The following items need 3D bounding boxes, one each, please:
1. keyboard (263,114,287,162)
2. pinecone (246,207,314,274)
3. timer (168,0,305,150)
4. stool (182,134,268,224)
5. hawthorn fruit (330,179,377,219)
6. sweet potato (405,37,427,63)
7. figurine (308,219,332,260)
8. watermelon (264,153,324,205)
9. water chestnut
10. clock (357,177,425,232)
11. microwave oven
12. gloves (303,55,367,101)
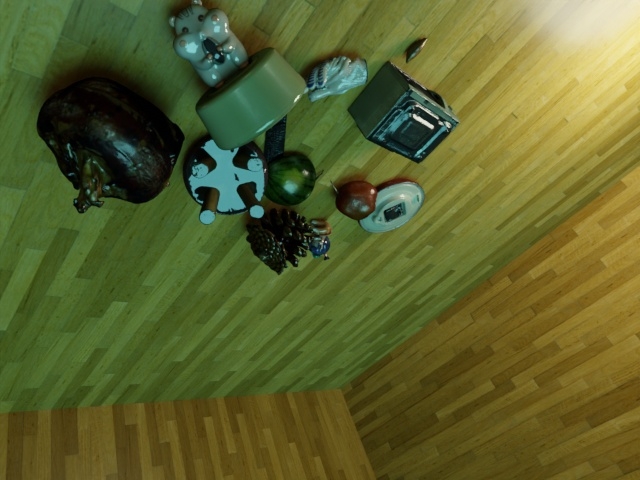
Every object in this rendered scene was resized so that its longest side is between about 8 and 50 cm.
[{"bbox_3d":[-0.144,-0.349,1.443,0.072,0.023,0.231,-13,144,-20],"label":"keyboard"},{"bbox_3d":[-0.148,-0.006,1.714,0.264,0.264,0.264,-16,145,-12],"label":"pinecone"},{"bbox_3d":[-0.237,-0.434,1.107,0.291,0.290,0.315,-32,122,11],"label":"timer"},{"bbox_3d":[-0.286,-0.184,1.365,0.272,0.178,0.271,-6,118,-13],"label":"stool"},{"bbox_3d":[0.119,-0.166,1.752,0.204,0.162,0.162,8,136,-17],"label":"hawthorn fruit"},{"bbox_3d":[0.296,-0.594,1.376,0.095,0.034,0.034,-48,141,14],"label":"sweet potato"},{"bbox_3d":[0.000,0.000,1.924,0.102,0.111,0.195,5,141,-6],"label":"figurine"},{"bbox_3d":[-0.099,-0.198,1.583,0.204,0.127,0.232,-40,149,16],"label":"watermelon"},{"bbox_3d":[-0.533,-0.217,1.108,0.336,0.346,0.335,17,152,10],"label":"water chestnut"},{"bbox_3d":[0.313,-0.141,1.953,0.319,0.080,0.318,-17,145,-12],"label":"clock"},{"bbox_3d":[0.285,-0.411,1.484,0.295,0.181,0.237,13,130,-43],"label":"microwave oven"},{"bbox_3d":[0.032,-0.480,1.312,0.229,0.097,0.119,-21,141,-13],"label":"gloves"}]
